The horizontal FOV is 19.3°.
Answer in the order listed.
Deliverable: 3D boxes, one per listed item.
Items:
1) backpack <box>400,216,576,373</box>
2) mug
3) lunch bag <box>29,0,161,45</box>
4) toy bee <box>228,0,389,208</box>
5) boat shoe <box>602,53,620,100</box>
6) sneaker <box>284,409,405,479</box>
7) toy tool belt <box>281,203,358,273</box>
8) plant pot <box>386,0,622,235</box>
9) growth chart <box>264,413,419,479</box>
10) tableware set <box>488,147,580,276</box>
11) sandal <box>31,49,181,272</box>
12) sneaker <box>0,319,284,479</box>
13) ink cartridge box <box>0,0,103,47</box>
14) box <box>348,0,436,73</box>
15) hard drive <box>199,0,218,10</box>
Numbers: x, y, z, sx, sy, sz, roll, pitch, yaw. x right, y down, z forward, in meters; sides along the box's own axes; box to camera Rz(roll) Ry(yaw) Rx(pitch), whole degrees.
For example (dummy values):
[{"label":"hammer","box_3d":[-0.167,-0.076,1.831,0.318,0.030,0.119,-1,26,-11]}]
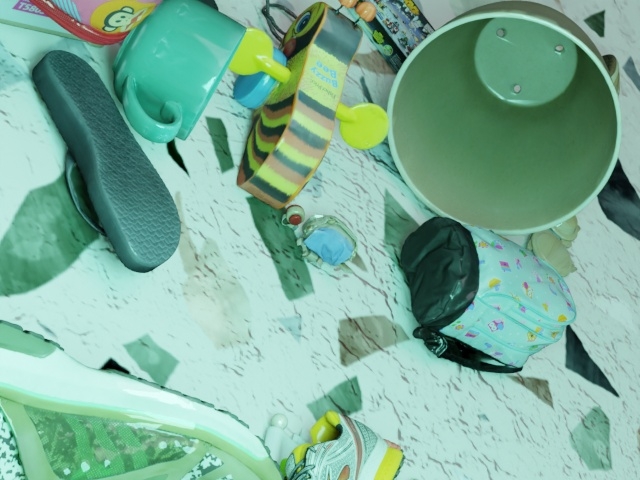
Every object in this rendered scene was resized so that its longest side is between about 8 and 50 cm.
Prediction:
[{"label":"backpack","box_3d":[0.181,0.063,2.000,0.182,0.115,0.152,29,40,-31]},{"label":"mug","box_3d":[-0.145,-0.173,1.825,0.097,0.129,0.158,30,12,-3]},{"label":"lunch bag","box_3d":[-0.230,-0.347,1.754,0.258,0.120,0.293,37,40,-18]},{"label":"toy bee","box_3d":[-0.018,-0.187,1.959,0.195,0.162,0.298,12,52,-38]},{"label":"boat shoe","box_3d":[0.353,-0.162,2.417,0.072,0.068,0.190,50,45,-23]},{"label":"sneaker","box_3d":[-0.004,0.237,1.669,0.093,0.088,0.225,38,33,-5]},{"label":"toy tool belt","box_3d":[0.000,0.000,1.914,0.083,0.052,0.051,31,33,-25]},{"label":"plant pot","box_3d":[0.224,-0.173,2.163,0.256,0.256,0.274,46,23,-8]},{"label":"growth chart","box_3d":[0.029,0.262,1.755,0.237,0.021,0.172,28,44,-28]},{"label":"tableware set","box_3d":[0.251,-0.033,2.231,0.168,0.020,0.141,46,37,-6]},{"label":"sandal","box_3d":[-0.204,-0.067,1.764,0.097,0.054,0.254,14,41,-49]},{"label":"sneaker","box_3d":[-0.211,0.187,1.510,0.410,0.158,0.182,26,75,-33]},{"label":"ink cartridge box","box_3d":[-0.300,-0.306,1.820,0.235,0.088,0.193,8,53,-44]},{"label":"box","box_3d":[0.095,-0.250,2.238,0.137,0.027,0.094,53,36,1]},{"label":"hard drive","box_3d":[-0.175,-0.267,1.972,0.135,0.022,0.094,-22,77,-52]}]
